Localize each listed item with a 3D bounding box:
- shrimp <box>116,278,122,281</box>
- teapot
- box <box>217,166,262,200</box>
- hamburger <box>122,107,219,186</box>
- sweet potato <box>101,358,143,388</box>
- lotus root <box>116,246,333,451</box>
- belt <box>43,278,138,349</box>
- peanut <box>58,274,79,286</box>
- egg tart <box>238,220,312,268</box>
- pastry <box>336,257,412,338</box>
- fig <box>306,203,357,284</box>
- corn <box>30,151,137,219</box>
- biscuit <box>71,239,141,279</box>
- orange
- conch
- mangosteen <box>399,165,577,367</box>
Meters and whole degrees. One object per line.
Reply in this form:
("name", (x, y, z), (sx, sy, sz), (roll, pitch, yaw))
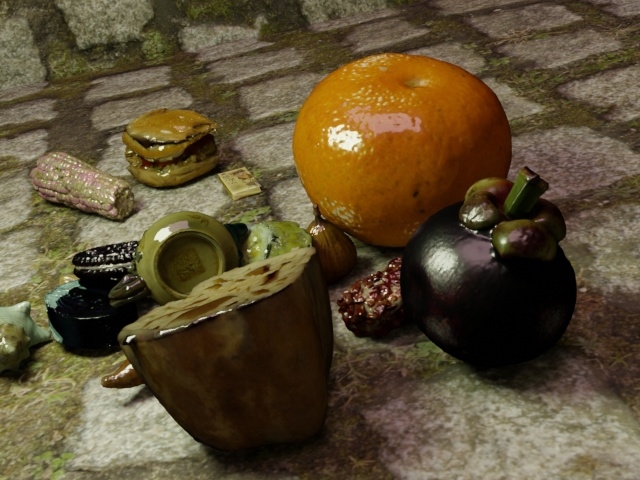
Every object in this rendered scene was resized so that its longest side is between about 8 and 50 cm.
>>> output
("shrimp", (-0.289, 0.072, 1.645), (0.236, 0.053, 0.133), (1, 9, 28))
("teapot", (-0.246, 0.038, 1.477), (0.269, 0.173, 0.182), (-29, 12, -8))
("box", (-0.194, -0.138, 2.021), (0.073, 0.020, 0.149), (-18, 28, -14))
("hamburger", (-0.371, -0.229, 2.109), (0.245, 0.163, 0.244), (-1, 28, 0))
("sweet potato", (-0.191, 0.153, 1.382), (0.359, 0.112, 0.112), (-24, 31, -22))
("lotus root", (-0.118, 0.160, 1.225), (0.316, 0.249, 0.316), (-16, 19, 5))
("belt", (-0.415, 0.130, 1.523), (0.151, 0.078, 0.198), (-21, 28, -38))
("peanut", (-0.462, 0.093, 1.641), (0.113, 0.053, 0.054), (7, 32, 23))
("egg tart", (-0.103, 0.041, 1.509), (0.197, 0.078, 0.197), (-35, 37, 33))
("pastry", (0.129, 0.088, 1.413), (0.209, 0.097, 0.115), (-24, 41, -28))
("fig", (-0.006, 0.011, 1.560), (0.119, 0.153, 0.119), (-33, 18, 12))
("corn", (-0.571, -0.130, 2.025), (0.335, 0.126, 0.127), (17, 38, 39))
("biscuit", (-0.373, 0.035, 1.601), (0.195, 0.053, 0.194), (-6, 8, 1))
("orange", (0.155, -0.167, 1.636), (0.424, 0.326, 0.423), (2, 42, -2))
("conch", (-0.552, 0.157, 1.495), (0.137, 0.114, 0.234), (0, 20, -10))
("mangosteen", (0.259, 0.031, 1.248), (0.275, 0.302, 0.275), (14, 26, -7))
